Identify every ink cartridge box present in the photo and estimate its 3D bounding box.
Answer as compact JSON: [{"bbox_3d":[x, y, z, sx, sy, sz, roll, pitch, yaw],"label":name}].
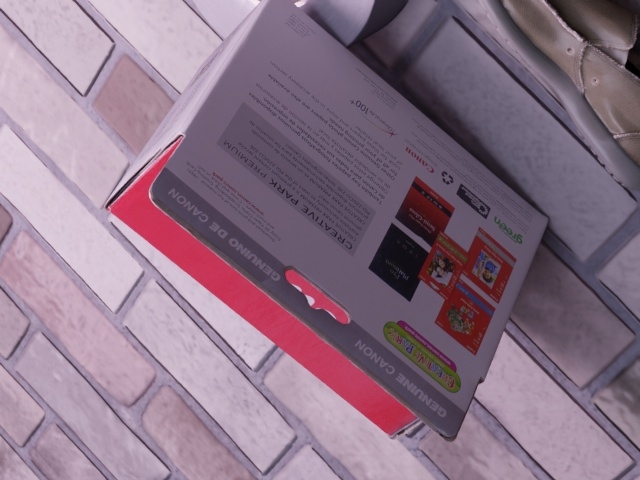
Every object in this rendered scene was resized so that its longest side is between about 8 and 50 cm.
[{"bbox_3d":[0.000,0.000,1.328,0.309,0.272,0.130,40,135,-11],"label":"ink cartridge box"}]

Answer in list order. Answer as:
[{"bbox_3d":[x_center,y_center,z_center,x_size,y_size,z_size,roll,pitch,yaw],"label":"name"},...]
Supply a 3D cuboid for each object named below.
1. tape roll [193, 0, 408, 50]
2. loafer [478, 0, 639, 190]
[{"bbox_3d":[-0.024,-0.260,1.393,0.219,0.072,0.219,19,125,30],"label":"tape roll"},{"bbox_3d":[0.202,-0.158,1.275,0.087,0.094,0.251,-36,100,20],"label":"loafer"}]
